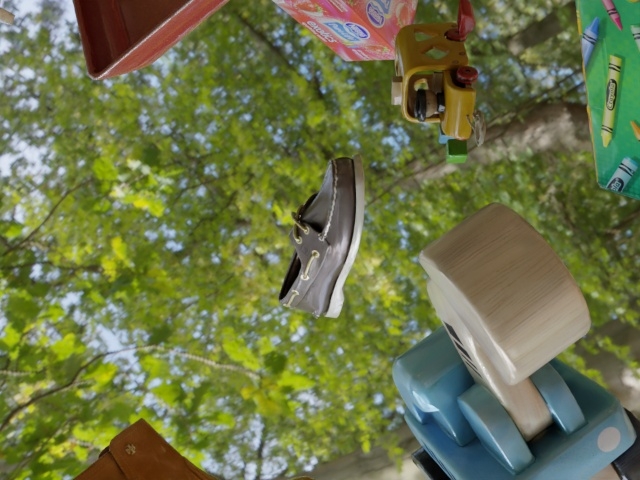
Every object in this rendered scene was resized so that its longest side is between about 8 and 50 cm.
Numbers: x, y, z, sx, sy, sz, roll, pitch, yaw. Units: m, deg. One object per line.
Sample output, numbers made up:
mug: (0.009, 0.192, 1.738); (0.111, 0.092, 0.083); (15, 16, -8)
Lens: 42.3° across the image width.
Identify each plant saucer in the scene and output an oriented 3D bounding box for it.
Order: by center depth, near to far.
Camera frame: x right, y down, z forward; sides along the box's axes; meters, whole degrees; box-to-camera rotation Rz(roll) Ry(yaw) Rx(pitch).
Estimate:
plant saucer: (-0.108, -0.283, 0.705); (0.048, 0.258, 0.259); (34, -152, -50)

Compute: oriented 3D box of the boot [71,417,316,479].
boot: (-0.155, 0.301, 1.009); (0.295, 0.104, 0.211); (-28, -101, -41)

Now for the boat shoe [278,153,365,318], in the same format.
boat shoe: (0.000, 0.000, 1.216); (0.097, 0.324, 0.116); (5, -129, -6)

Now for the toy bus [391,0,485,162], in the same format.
toy bus: (0.146, -0.204, 1.095); (0.202, 0.104, 0.191); (70, -162, -86)

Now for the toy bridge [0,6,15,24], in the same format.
toy bridge: (-0.395, -0.379, 1.075); (0.026, 0.188, 0.063); (24, -177, 20)

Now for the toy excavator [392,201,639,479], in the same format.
toy excavator: (0.177, 0.145, 0.857); (0.445, 0.222, 0.433); (56, 174, -17)

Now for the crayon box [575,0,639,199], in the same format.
crayon box: (0.315, -0.188, 0.739); (0.165, 0.081, 0.278); (-42, -46, -22)

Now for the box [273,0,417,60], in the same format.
box: (0.044, -0.405, 1.378); (0.257, 0.128, 0.122); (25, -105, -55)
